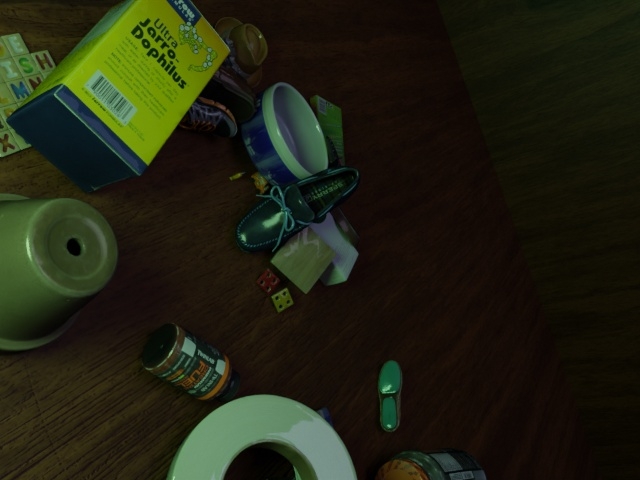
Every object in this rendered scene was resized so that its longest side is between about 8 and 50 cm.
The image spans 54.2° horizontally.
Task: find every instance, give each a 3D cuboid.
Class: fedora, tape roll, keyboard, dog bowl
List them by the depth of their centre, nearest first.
[{"bbox_3d":[-0.108,0.501,1.219,0.391,0.072,0.392,12,58,-20],"label":"tape roll"},{"bbox_3d":[-0.090,-0.266,1.617,0.265,0.104,0.265,44,34,-42],"label":"dog bowl"},{"bbox_3d":[-0.193,-0.499,1.629,0.194,0.079,0.195,23,60,-47],"label":"fedora"},{"bbox_3d":[0.043,-0.221,1.766,0.180,0.023,0.108,41,39,-78],"label":"keyboard"}]

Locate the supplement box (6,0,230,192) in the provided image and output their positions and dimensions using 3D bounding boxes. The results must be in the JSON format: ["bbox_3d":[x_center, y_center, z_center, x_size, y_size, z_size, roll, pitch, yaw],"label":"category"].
[{"bbox_3d":[-0.363,-0.292,1.168,0.195,0.194,0.357,48,52,-32],"label":"supplement box"}]

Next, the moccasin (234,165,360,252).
[{"bbox_3d":[-0.057,-0.095,1.493,0.342,0.117,0.138,-36,90,-14],"label":"moccasin"}]

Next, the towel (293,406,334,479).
[{"bbox_3d":[-0.005,0.510,1.457,0.285,0.034,0.209,17,56,-73],"label":"towel"}]

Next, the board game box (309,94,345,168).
[{"bbox_3d":[0.023,-0.297,1.882,0.124,0.039,0.260,17,62,-49],"label":"board game box"}]

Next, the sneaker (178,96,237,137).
[{"bbox_3d":[-0.287,-0.284,1.425,0.214,0.084,0.083,27,55,-33],"label":"sneaker"}]

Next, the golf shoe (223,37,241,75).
[{"bbox_3d":[-0.242,-0.414,1.550,0.069,0.085,0.176,-93,173,-47],"label":"golf shoe"}]

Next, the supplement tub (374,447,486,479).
[{"bbox_3d":[0.305,0.688,1.738,0.337,0.207,0.207,19,62,-48],"label":"supplement tub"}]

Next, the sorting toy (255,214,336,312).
[{"bbox_3d":[-0.054,0.049,1.581,0.132,0.046,0.275,44,74,-26],"label":"sorting toy"}]

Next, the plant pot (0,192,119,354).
[{"bbox_3d":[-0.440,0.031,0.966,0.263,0.229,0.263,25,56,-46],"label":"plant pot"}]

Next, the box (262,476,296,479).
[{"bbox_3d":[-0.100,0.612,1.318,0.156,0.093,0.159,-32,104,-54],"label":"box"}]

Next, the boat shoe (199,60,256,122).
[{"bbox_3d":[-0.283,-0.391,1.447,0.307,0.110,0.105,34,38,-35],"label":"boat shoe"}]

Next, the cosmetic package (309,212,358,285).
[{"bbox_3d":[0.000,0.000,1.697,0.231,0.085,0.117,54,41,-23],"label":"cosmetic package"}]

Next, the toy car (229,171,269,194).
[{"bbox_3d":[-0.167,-0.144,1.560,0.122,0.040,0.060,-15,89,-55],"label":"toy car"}]

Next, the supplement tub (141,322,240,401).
[{"bbox_3d":[-0.249,0.251,1.244,0.198,0.106,0.106,42,47,-36],"label":"supplement tub"}]

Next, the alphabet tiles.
[{"bbox_3d":[-0.553,-0.262,1.113,0.237,0.009,0.198,-41,110,-51],"label":"alphabet tiles"}]

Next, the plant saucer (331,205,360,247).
[{"bbox_3d":[0.066,-0.056,1.775,0.168,0.029,0.168,55,4,-6],"label":"plant saucer"}]

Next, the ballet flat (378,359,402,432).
[{"bbox_3d":[0.203,0.456,1.825,0.067,0.073,0.206,68,27,-60],"label":"ballet flat"}]
